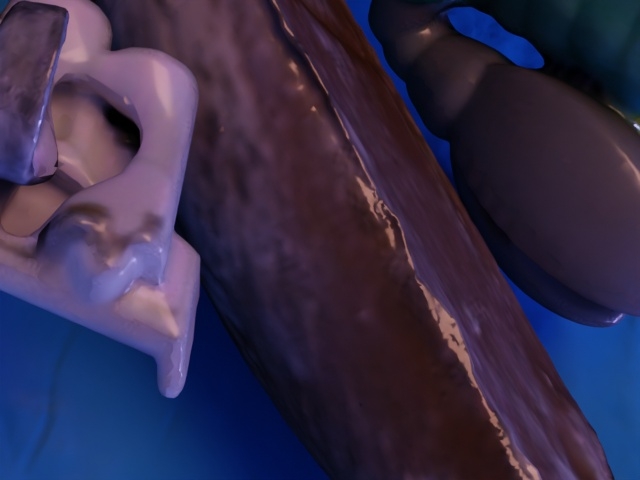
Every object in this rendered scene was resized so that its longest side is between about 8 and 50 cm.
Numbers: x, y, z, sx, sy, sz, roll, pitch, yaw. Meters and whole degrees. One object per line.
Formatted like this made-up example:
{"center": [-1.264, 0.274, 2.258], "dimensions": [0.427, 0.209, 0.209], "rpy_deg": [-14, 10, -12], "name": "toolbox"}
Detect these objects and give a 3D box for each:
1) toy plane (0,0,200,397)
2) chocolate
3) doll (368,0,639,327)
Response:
{"center": [-0.157, -0.014, 0.504], "dimensions": [0.267, 0.122, 0.267], "rpy_deg": [8, 59, -13], "name": "toy plane"}
{"center": [-0.002, 0.001, 0.621], "dimensions": [0.254, 0.080, 0.157], "rpy_deg": [60, 11, 3], "name": "chocolate"}
{"center": [0.112, -0.090, 0.745], "dimensions": [0.195, 0.153, 0.258], "rpy_deg": [-24, 64, -23], "name": "doll"}
